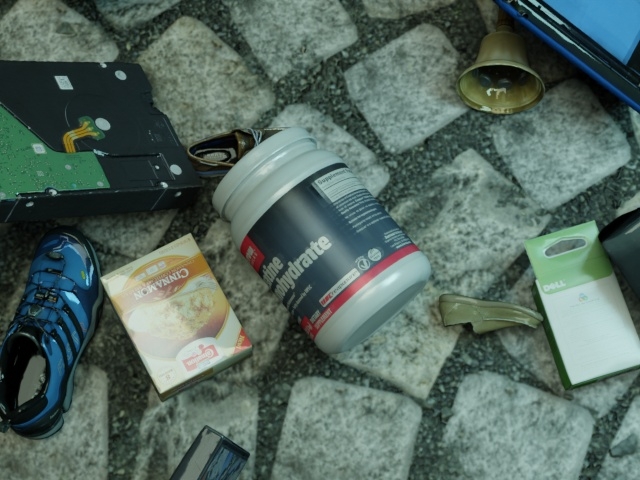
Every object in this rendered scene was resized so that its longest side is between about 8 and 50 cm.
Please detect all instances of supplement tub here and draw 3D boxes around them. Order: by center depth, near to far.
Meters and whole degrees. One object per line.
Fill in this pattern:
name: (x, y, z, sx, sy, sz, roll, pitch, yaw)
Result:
supplement tub: (0.000, 0.000, 1.640, 0.191, 0.191, 0.272, -39, 77, -7)

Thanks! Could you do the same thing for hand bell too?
hand bell: (0.269, -0.320, 1.769, 0.126, 0.126, 0.242, 5, 63, 4)

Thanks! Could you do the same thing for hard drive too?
hard drive: (-0.351, -0.139, 1.643, 0.339, 0.064, 0.237, -7, 59, -44)

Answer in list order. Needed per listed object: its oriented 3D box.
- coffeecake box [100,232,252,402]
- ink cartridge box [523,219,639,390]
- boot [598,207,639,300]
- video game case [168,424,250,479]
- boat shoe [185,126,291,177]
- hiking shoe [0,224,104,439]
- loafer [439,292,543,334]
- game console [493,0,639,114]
coffeecake box: (-0.200, 0.107, 1.680, 0.142, 0.068, 0.185, -27, 76, -12)
ink cartridge box: (0.358, 0.090, 1.664, 0.109, 0.062, 0.209, -17, 75, -1)
boot: (0.631, 0.077, 1.589, 0.367, 0.146, 0.445, -33, 82, -5)
video game case: (-0.187, 0.371, 1.526, 0.035, 0.248, 0.275, 30, 79, 11)
boat shoe: (-0.106, -0.129, 1.743, 0.183, 0.066, 0.066, -13, 77, 1)
hiking shoe: (-0.372, 0.120, 1.660, 0.113, 0.132, 0.304, 5, 76, 4)
loafer: (0.234, 0.107, 1.671, 0.148, 0.056, 0.050, 9, 87, 22)
game console: (0.379, -0.334, 1.669, 0.293, 0.250, 0.173, 33, 105, -15)
